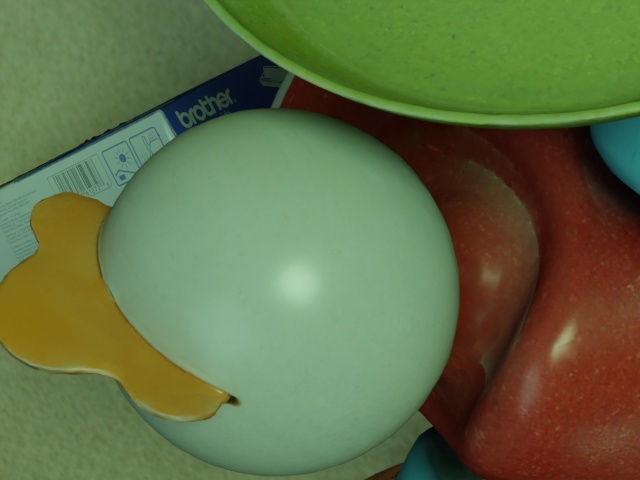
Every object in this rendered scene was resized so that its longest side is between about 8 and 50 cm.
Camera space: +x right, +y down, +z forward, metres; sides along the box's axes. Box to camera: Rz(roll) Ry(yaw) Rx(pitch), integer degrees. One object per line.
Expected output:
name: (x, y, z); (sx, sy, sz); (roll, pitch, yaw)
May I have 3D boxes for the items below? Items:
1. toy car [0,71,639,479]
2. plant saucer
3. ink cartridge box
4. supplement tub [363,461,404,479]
toy car: (0.000, 0.000, 0.516); (0.210, 0.238, 0.219); (54, 132, 38)
plant saucer: (0.070, -0.125, 0.473); (0.241, 0.241, 0.037); (22, 157, 24)
ink cartridge box: (-0.101, -0.021, 0.698); (0.207, 0.097, 0.046); (-21, 99, 39)
supplement tub: (0.069, 0.195, 0.674); (0.117, 0.117, 0.190); (-6, 108, 37)
